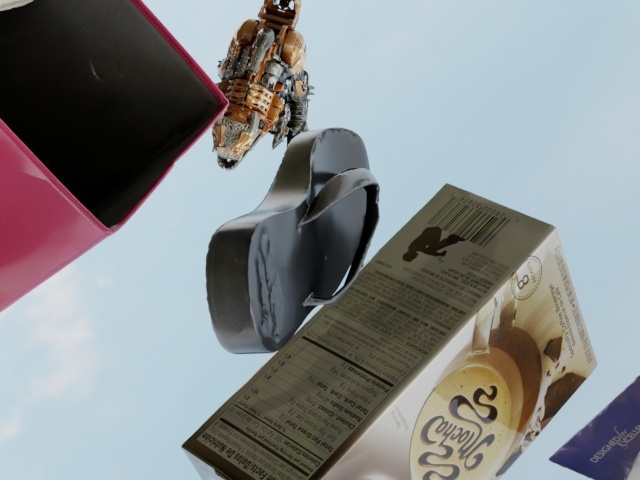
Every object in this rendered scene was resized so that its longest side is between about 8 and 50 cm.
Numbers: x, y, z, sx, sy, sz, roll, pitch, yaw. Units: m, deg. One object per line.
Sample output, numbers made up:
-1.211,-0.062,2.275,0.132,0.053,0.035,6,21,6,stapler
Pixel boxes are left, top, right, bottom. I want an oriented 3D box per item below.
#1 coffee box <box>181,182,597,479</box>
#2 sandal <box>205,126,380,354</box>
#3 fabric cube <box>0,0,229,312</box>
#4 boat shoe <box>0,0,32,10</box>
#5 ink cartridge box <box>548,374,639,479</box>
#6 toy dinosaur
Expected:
0.062,0.124,1.050,0.119,0.168,0.297,25,-119,42,coffee box
0.000,0.001,0.830,0.055,0.097,0.254,-4,-160,17,sandal
-0.299,-0.109,1.355,0.258,0.254,0.259,-31,-164,38,fabric cube
-0.178,-0.231,0.800,0.355,0.132,0.130,-54,163,-60,boat shoe
0.404,0.150,1.181,0.307,0.072,0.304,25,-139,34,ink cartridge box
-0.066,-0.220,1.838,0.164,0.218,0.322,35,-118,12,toy dinosaur
